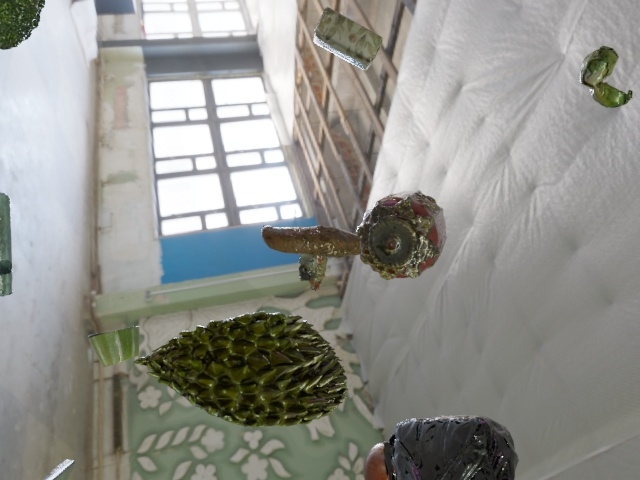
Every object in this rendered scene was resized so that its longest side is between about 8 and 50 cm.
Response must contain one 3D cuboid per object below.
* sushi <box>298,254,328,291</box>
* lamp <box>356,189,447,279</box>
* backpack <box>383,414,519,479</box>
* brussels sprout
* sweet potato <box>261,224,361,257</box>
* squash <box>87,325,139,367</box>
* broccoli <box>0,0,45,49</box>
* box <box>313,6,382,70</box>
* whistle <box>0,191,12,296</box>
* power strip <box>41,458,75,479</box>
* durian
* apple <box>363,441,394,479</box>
[{"bbox_3d":[-0.025,0.086,1.696,0.097,0.103,0.226,-95,-175,-59],"label":"sushi"},{"bbox_3d":[0.176,-0.016,1.020,0.274,0.177,0.177,-30,115,-70],"label":"lamp"},{"bbox_3d":[0.326,0.667,1.235,0.363,0.255,0.445,-25,-137,37],"label":"backpack"},{"bbox_3d":[0.380,-0.215,0.657,0.051,0.046,0.083,-21,-86,38],"label":"brussels sprout"},{"bbox_3d":[-0.002,0.000,1.402,0.114,0.342,0.092,-105,-159,-80],"label":"sweet potato"},{"bbox_3d":[-0.712,0.365,1.715,0.170,0.170,0.122,138,-65,-75],"label":"squash"},{"bbox_3d":[-0.407,-0.286,0.567,0.138,0.162,0.145,70,7,-57],"label":"broccoli"},{"bbox_3d":[0.039,-0.296,0.724,0.045,0.098,0.062,-63,-173,5],"label":"box"},{"bbox_3d":[-0.921,0.009,1.404,0.062,0.062,0.312,-130,-134,-67],"label":"whistle"},{"bbox_3d":[-0.504,0.470,0.805,0.198,0.064,0.213,-64,-175,-17],"label":"power strip"},{"bbox_3d":[-0.083,0.216,0.774,0.198,0.394,0.163,-25,-116,32],"label":"durian"},{"bbox_3d":[0.253,0.788,1.639,0.235,0.173,0.210,35,46,-49],"label":"apple"}]
